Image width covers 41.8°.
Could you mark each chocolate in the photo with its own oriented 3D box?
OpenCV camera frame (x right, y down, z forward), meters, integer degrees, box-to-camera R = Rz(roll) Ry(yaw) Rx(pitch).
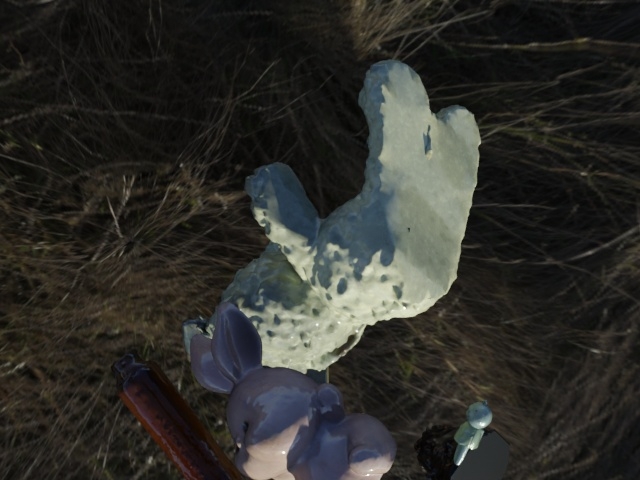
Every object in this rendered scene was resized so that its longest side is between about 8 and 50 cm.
[{"bbox_3d":[0.211,0.351,1.368,0.156,0.133,0.156,-19,121,-36],"label":"chocolate"}]

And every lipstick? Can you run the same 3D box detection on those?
[{"bbox_3d":[-0.143,0.324,1.138,0.077,0.077,0.418,-38,88,-10],"label":"lipstick"}]

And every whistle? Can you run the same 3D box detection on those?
[{"bbox_3d":[0.201,0.255,1.118,0.035,0.035,0.100,18,107,-12],"label":"whistle"}]

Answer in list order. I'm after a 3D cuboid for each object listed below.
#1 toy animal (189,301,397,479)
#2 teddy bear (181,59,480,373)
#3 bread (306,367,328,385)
[{"bbox_3d":[-0.043,0.160,0.735,0.213,0.124,0.124,32,83,7],"label":"toy animal"},{"bbox_3d":[0.000,0.000,1.120,0.327,0.362,0.375,27,61,-40],"label":"teddy bear"},{"bbox_3d":[-0.043,0.310,1.665,0.110,0.210,0.192,-1,79,-4],"label":"bread"}]
